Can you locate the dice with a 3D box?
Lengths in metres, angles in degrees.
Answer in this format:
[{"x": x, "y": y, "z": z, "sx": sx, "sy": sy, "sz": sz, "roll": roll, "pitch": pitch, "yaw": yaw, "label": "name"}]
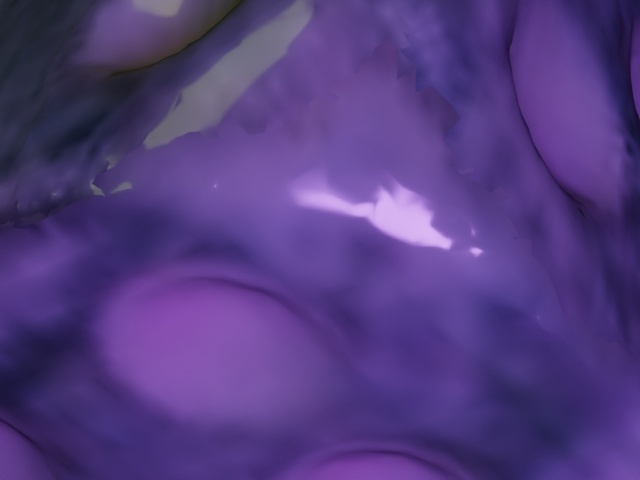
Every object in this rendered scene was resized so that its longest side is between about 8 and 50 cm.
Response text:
[{"x": 0.000, "y": 0.000, "z": 0.687, "sx": 0.330, "sy": 0.328, "sz": 0.348, "roll": -19, "pitch": 36, "yaw": 32, "label": "dice"}]
